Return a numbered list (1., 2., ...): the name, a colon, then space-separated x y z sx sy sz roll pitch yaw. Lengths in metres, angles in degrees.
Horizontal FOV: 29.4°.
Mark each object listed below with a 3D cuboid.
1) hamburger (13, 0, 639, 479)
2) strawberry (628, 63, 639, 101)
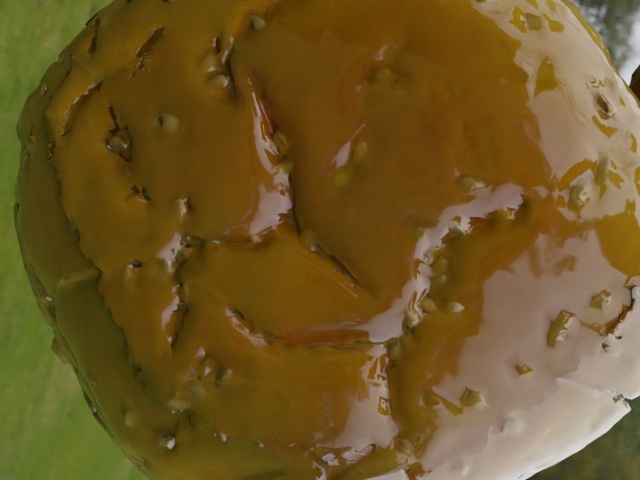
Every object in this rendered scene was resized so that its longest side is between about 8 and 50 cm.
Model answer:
1. hamburger: 0.000 0.000 0.467 0.163 0.244 0.244 -117 -137 -87
2. strawberry: 0.381 -0.091 0.782 0.291 0.310 0.292 15 71 -49
